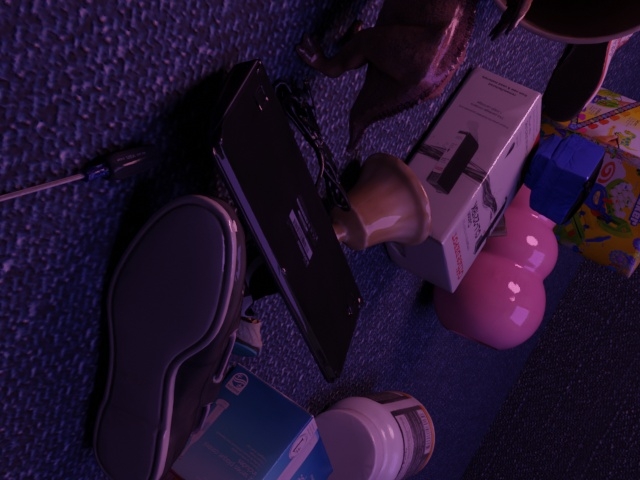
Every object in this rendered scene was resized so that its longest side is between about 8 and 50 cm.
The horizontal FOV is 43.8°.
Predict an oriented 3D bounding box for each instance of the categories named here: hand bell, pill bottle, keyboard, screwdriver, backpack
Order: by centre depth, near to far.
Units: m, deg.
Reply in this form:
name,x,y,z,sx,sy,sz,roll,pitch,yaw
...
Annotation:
name,x,y,z,sx,sy,sz,roll,pitch,yaw
screwdriver,-0.187,-0.042,0.591,0.170,0.024,0.025,-31,114,-44
keyboard,-0.020,-0.031,0.773,0.202,0.033,0.317,-68,146,-44
hand bell,0.000,0.000,0.931,0.242,0.126,0.126,-29,143,-28
backpack,0.367,-0.094,1.216,0.098,0.101,0.120,-43,155,-33
pill bottle,0.082,0.342,1.350,0.162,0.162,0.278,-63,155,6

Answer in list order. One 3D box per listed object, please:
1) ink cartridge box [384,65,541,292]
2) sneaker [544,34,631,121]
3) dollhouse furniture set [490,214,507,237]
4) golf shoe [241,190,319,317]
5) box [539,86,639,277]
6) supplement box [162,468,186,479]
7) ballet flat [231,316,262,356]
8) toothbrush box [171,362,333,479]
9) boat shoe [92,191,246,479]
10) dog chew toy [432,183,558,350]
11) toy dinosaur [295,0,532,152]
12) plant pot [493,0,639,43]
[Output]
name,x,y,z,sx,sy,sz,roll,pitch,yaw
ink cartridge box,0.211,-0.084,1.185,0.273,0.114,0.197,-54,156,-13
sneaker,0.526,-0.352,1.521,0.145,0.090,0.270,-9,123,-56
dollhouse furniture set,0.249,-0.081,1.366,0.144,0.123,0.151,50,37,-64
golf shoe,-0.048,0.012,0.827,0.198,0.093,0.077,-44,150,-34
box,0.581,-0.128,1.642,0.177,0.279,0.290,-41,150,-35
supplement box,-0.176,0.269,0.873,0.043,0.083,0.055,-51,153,-19
ballet flat,-0.107,0.087,0.862,0.168,0.057,0.052,53,41,-67
toothbrush box,-0.129,0.336,0.986,0.295,0.126,0.216,-48,153,-22
boat shoe,-0.136,0.090,0.744,0.095,0.112,0.335,-42,157,-59
dog chew toy,0.341,0.029,1.470,0.332,0.206,0.206,-66,156,-4
toy dinosaur,0.108,-0.205,0.757,0.127,0.200,0.296,4,113,-63
plant pot,0.330,-0.374,0.983,0.257,0.256,0.274,-69,169,19
